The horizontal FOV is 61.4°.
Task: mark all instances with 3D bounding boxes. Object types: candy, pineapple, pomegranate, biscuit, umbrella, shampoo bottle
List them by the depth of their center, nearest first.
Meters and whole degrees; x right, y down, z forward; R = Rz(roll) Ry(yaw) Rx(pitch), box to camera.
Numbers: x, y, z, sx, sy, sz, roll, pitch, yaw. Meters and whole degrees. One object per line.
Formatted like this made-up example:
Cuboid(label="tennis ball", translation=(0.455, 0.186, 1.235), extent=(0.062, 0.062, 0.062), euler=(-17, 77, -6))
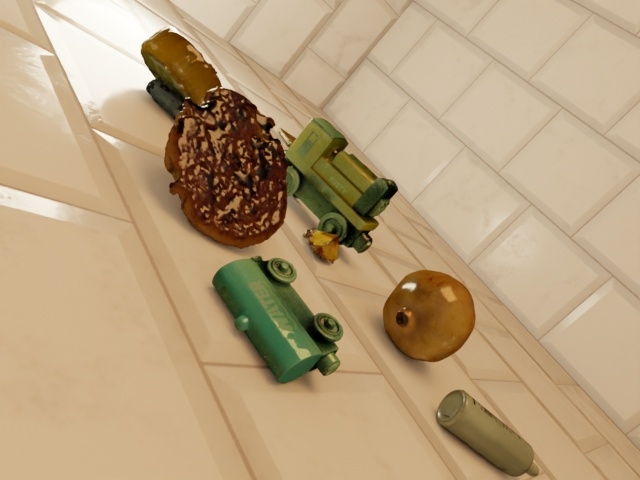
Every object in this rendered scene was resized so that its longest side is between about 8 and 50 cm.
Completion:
Cuboid(label="biscuit", translation=(-0.188, -0.148, 1.093), extent=(0.289, 0.081, 0.333), euler=(25, 58, -38))
Cuboid(label="shampoo bottle", translation=(0.366, 0.421, 1.137), extent=(0.262, 0.085, 0.085), euler=(39, 16, -13))
Cuboid(label="pomegranate", translation=(0.262, 0.177, 1.291), extent=(0.233, 0.233, 0.233), euler=(39, 16, -14))
Cuboid(label="pineapple", translation=(0.000, 0.000, 1.396), extent=(0.114, 0.077, 0.114), euler=(35, 7, 26))
Cuboid(label="umbrella", translation=(-0.365, -0.332, 1.418), extent=(0.250, 0.052, 0.053), euler=(44, -10, 8))
Cuboid(label="candy", translation=(-0.367, -0.445, 1.452), extent=(0.260, 0.118, 0.260), euler=(43, -11, 11))
Cuboid(label="biscuit", translation=(-0.081, -0.393, 2.289), extent=(0.237, 0.026, 0.131), euler=(25, 25, -48))

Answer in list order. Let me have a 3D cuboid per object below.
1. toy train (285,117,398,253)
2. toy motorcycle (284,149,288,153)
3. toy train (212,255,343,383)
Cuboid(label="toy train", translation=(0.036, -0.155, 1.547), extent=(0.397, 0.253, 0.160), euler=(47, 18, 18))
Cuboid(label="toy motorcycle", translation=(-0.068, -0.272, 1.829), extent=(0.173, 0.058, 0.100), euler=(3, 21, -6))
Cuboid(label="toy train", translation=(-0.074, 0.123, 0.879), extent=(0.159, 0.101, 0.248), euler=(-6, 48, -48))
